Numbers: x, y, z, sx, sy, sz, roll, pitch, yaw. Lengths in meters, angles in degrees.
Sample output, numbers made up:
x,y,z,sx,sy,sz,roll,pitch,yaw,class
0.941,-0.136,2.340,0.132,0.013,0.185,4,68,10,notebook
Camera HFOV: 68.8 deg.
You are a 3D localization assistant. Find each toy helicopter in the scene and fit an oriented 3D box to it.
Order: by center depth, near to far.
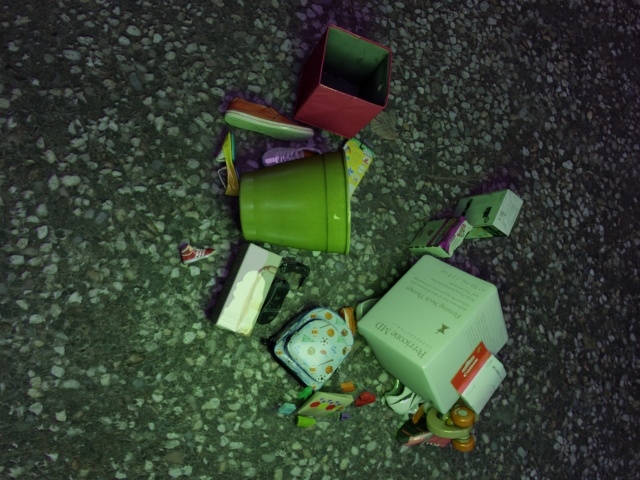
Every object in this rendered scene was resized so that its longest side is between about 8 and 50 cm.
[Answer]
x,y,z,sx,sy,sz,roll,pitch,yaw,class
0.512,0.653,1.849,0.355,0.235,0.140,-31,119,-56,toy helicopter

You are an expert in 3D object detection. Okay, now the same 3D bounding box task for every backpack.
x,y,z,sx,sy,sz,roll,pitch,yaw,class
-0.020,0.372,1.686,0.276,0.213,0.263,48,63,-9,backpack

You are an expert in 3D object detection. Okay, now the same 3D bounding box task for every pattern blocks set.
x,y,z,sx,sy,sz,roll,pitch,yaw,class
0.021,0.592,1.688,0.285,0.026,0.325,-38,134,17,pattern blocks set

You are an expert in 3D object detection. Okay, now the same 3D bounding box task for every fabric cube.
x,y,z,sx,sy,sz,roll,pitch,yaw,class
0.078,-0.564,1.703,0.259,0.258,0.253,14,71,-19,fabric cube

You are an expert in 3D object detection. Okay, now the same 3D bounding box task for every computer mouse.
x,y,z,sx,sy,sz,roll,pitch,yaw,class
-0.142,0.184,1.708,0.184,0.060,0.261,4,116,-54,computer mouse

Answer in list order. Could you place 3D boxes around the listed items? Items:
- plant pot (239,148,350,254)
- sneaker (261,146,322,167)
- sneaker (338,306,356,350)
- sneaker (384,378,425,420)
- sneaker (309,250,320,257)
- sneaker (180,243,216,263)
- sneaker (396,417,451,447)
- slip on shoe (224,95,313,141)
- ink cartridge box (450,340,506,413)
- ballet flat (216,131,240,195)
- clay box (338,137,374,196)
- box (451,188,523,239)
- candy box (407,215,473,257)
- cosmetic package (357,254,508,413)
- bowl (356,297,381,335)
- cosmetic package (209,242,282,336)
x,y,z,sx,sy,sz,roll,pitch,yaw,class
-0.092,-0.124,1.608,0.354,0.366,0.365,-2,88,-1,plant pot
-0.106,-0.311,1.734,0.229,0.092,0.087,-9,92,-19,sneaker
0.115,0.344,1.804,0.068,0.064,0.174,-4,93,-33,sneaker
0.388,0.543,1.861,0.330,0.122,0.146,-45,104,-17,sneaker
0.000,0.000,1.778,0.052,0.058,0.135,25,80,-17,sneaker
-0.427,0.034,1.628,0.119,0.042,0.066,-20,98,-18,sneaker
0.459,0.783,1.883,0.314,0.116,0.136,-12,97,-18,sneaker
-0.179,-0.441,1.705,0.332,0.123,0.101,14,79,-14,slip on shoe
0.561,0.485,1.644,0.189,0.066,0.232,-48,137,-12,ink cartridge box
-0.330,-0.269,1.665,0.078,0.077,0.230,-10,93,-4,ballet flat
0.108,-0.283,1.832,0.128,0.053,0.221,34,76,-14,clay box
0.658,-0.100,1.900,0.087,0.290,0.169,32,76,-18,box
0.471,-0.010,1.857,0.071,0.233,0.159,44,75,-13,candy box
0.420,0.333,1.719,0.394,0.330,0.327,-42,130,-17,cosmetic package
0.190,0.298,1.819,0.142,0.053,0.141,-4,89,-45,bowl
-0.262,0.167,1.627,0.129,0.153,0.295,25,81,-19,cosmetic package
